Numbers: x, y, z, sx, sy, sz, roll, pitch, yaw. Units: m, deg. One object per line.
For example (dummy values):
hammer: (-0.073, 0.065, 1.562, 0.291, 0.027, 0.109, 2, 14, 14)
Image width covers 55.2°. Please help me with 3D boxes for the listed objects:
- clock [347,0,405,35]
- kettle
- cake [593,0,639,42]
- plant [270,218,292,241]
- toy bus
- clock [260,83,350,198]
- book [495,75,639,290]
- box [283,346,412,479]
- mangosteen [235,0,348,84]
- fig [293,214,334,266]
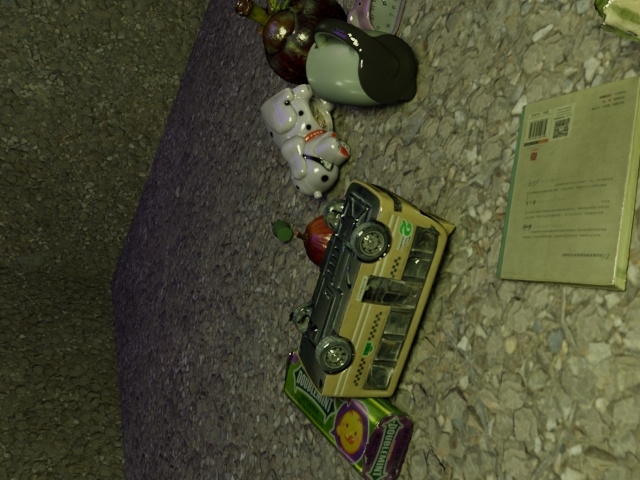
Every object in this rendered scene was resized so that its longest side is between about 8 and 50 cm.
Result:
clock: (0.127, -0.521, 1.341, 0.050, 0.110, 0.153, 25, 102, 64)
kettle: (0.070, -0.378, 1.282, 0.161, 0.221, 0.236, -52, 31, -3)
cake: (0.441, -0.342, 0.747, 0.284, 0.172, 0.158, -61, -10, -54)
plant: (-0.108, -0.034, 1.632, 0.051, 0.051, 0.102, -69, 24, 15)
toy bus: (0.087, 0.088, 1.093, 0.177, 0.201, 0.366, -133, 57, -63)
clock: (-0.028, -0.221, 1.464, 0.189, 0.188, 0.254, -45, 56, 45)
book: (0.348, -0.077, 0.870, 0.215, 0.025, 0.283, 3, 81, 62)
box: (0.036, 0.322, 1.193, 0.345, 0.097, 0.134, 26, 103, 60)
mangosteen: (-0.068, -0.522, 1.501, 0.231, 0.289, 0.231, -42, 30, 32)
fig: (0.014, 0.009, 1.330, 0.128, 0.150, 0.128, 23, 128, 32)
